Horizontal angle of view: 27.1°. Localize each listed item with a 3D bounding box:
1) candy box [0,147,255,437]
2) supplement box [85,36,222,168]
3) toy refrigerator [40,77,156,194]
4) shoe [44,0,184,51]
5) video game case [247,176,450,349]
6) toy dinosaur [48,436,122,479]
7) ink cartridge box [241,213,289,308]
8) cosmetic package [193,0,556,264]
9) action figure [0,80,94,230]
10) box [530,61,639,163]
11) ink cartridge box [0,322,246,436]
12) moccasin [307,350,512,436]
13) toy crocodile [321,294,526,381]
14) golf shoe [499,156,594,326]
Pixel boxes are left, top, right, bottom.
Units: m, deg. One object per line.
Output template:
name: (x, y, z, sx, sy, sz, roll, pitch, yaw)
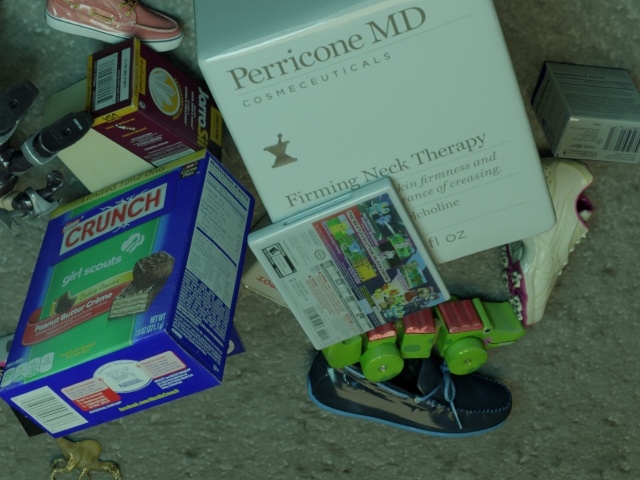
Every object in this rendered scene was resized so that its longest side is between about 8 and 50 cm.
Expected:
candy box: (-0.239, 0.062, 1.676, 0.268, 0.317, 0.122, -21, 129, 25)
supplement box: (-0.212, -0.167, 1.711, 0.081, 0.104, 0.188, -16, 152, 28)
toy refrigerator: (-0.256, -0.101, 1.813, 0.102, 0.094, 0.269, -24, 129, 19)
shoe: (-0.254, -0.295, 1.669, 0.178, 0.063, 0.081, 10, 130, -13)
video game case: (0.037, 0.032, 1.591, 0.183, 0.023, 0.201, -22, 128, 11)
toy dinosaur: (-0.411, 0.361, 2.202, 0.092, 0.053, 0.183, -42, 132, 5)
ink cartridge box: (0.000, 0.000, 1.934, 0.154, 0.093, 0.212, 28, 118, -28)
cosmetic package: (0.060, -0.202, 1.625, 0.329, 0.327, 0.393, -18, 129, 8)
action figure: (-0.398, -0.111, 1.698, 0.185, 0.099, 0.285, 42, 150, -14)
box: (0.372, -0.175, 1.820, 0.126, 0.137, 0.072, 4, 129, -12)
ink cartridge box: (-0.314, 0.183, 2.056, 0.371, 0.069, 0.176, -18, 130, 3)
moccasin: (0.153, 0.234, 2.124, 0.342, 0.138, 0.117, 6, 123, -15)
toy crocodile: (0.153, 0.138, 2.039, 0.340, 0.115, 0.105, -4, 139, -14)
golf shoe: (0.343, 0.005, 1.984, 0.140, 0.115, 0.306, -11, 131, -5)
